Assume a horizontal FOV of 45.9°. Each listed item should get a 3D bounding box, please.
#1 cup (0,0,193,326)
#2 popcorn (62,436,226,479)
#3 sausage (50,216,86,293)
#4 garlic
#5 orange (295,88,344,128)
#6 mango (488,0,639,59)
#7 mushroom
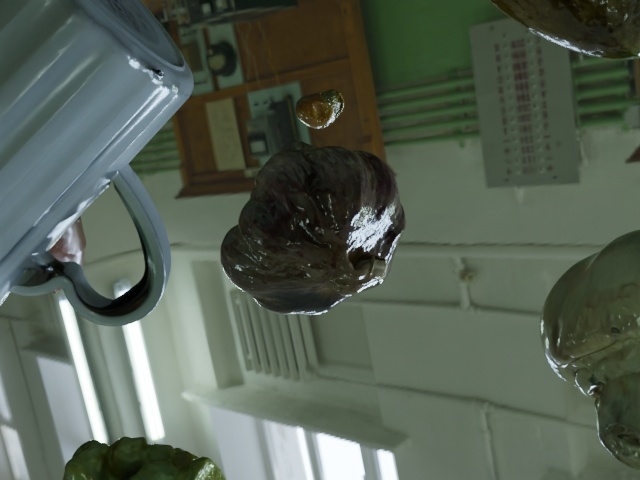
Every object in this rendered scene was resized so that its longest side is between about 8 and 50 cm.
[{"bbox_3d":[-0.177,-0.063,0.451,0.202,0.221,0.167,-41,-135,11],"label":"cup"},{"bbox_3d":[-0.169,0.290,0.752,0.186,0.167,0.187,-9,-165,-22],"label":"popcorn"},{"bbox_3d":[-0.323,-0.105,0.805,0.088,0.433,0.087,-2,-141,1],"label":"sausage"},{"bbox_3d":[0.000,0.000,0.939,0.245,0.244,0.160,-14,-137,-17],"label":"garlic"},{"bbox_3d":[-0.002,-0.224,1.304,0.086,0.062,0.086,-11,-172,2],"label":"orange"},{"bbox_3d":[0.150,-0.266,0.518,0.193,0.316,0.146,-18,176,-12],"label":"mango"},{"bbox_3d":[0.350,0.119,0.780,0.254,0.234,0.260,-1,151,32],"label":"mushroom"}]
